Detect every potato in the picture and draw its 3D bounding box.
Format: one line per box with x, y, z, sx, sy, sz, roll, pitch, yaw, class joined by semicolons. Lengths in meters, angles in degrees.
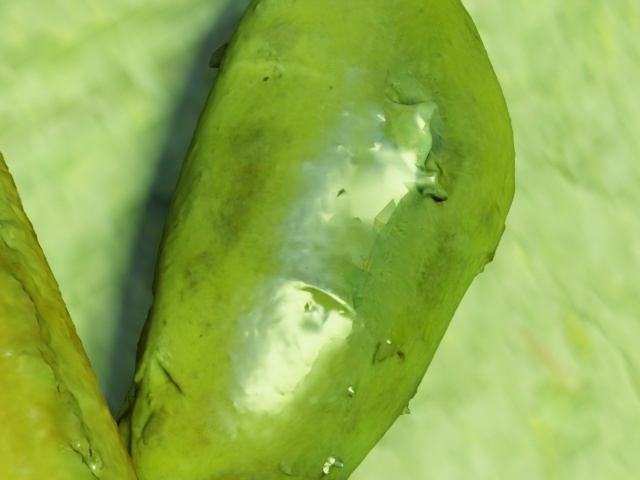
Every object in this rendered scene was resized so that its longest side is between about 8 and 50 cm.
0.000;0.000;0.537;0.105;0.085;0.188;30;75;-16;potato

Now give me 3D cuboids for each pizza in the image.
-0.085;0.057;0.470;0.058;0.197;0.292;-21;49;-11;pizza
